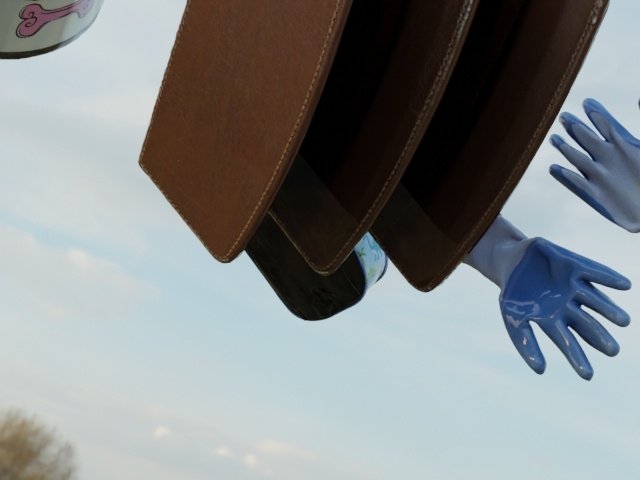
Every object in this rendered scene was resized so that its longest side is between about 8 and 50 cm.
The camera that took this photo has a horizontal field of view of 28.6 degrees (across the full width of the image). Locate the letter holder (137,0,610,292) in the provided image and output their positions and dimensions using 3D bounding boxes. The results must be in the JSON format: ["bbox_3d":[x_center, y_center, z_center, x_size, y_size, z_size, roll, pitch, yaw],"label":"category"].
[{"bbox_3d":[0.025,-0.102,0.835,0.214,0.152,0.302,51,-41,25],"label":"letter holder"}]

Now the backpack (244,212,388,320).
[{"bbox_3d":[0.000,0.000,1.036,0.105,0.084,0.114,-25,-80,36],"label":"backpack"}]

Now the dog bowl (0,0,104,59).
[{"bbox_3d":[-0.376,-0.400,1.330,0.408,0.408,0.150,26,-45,-27],"label":"dog bowl"}]

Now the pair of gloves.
[{"bbox_3d":[0.186,-0.007,0.878,0.023,0.198,0.159,19,22,-46],"label":"pair of gloves"}]
